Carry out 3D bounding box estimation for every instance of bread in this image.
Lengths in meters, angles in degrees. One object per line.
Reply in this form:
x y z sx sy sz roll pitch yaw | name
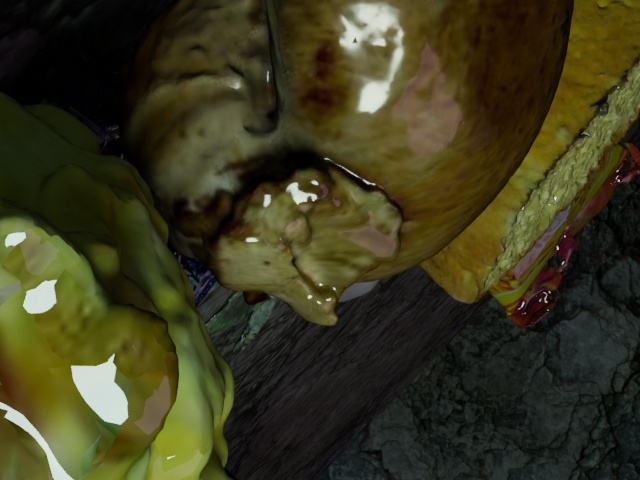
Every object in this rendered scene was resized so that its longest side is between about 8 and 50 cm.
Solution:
0.164 -0.119 1.379 0.340 0.179 0.194 -48 166 -24 | bread

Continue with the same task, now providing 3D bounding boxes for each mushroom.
0.018 -0.094 0.780 0.283 0.195 0.263 -64 180 -18 | mushroom

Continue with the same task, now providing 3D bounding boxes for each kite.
-0.031 0.033 1.613 0.323 0.013 0.268 -32 161 -48 | kite

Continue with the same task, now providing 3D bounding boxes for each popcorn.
-0.175 0.050 0.646 0.293 0.293 0.237 -50 -154 18 | popcorn

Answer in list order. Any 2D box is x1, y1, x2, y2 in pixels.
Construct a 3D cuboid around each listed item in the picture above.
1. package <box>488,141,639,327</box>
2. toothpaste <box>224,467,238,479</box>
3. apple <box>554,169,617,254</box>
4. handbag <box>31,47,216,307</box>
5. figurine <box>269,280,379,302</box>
0.180 -0.072 1.590 0.288 0.108 0.223 37 93 -35 | package
-0.086 0.319 1.753 0.061 0.266 0.096 -25 157 -53 | toothpaste
0.243 -0.066 1.877 0.209 0.164 0.209 -44 180 0 | apple
-0.125 -0.004 0.909 0.208 0.127 0.228 -45 160 0 | handbag
0.000 0.000 1.404 0.137 0.112 0.229 -46 159 24 | figurine
